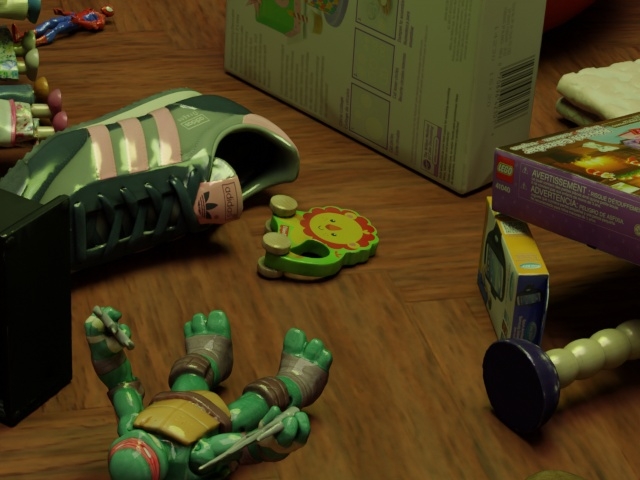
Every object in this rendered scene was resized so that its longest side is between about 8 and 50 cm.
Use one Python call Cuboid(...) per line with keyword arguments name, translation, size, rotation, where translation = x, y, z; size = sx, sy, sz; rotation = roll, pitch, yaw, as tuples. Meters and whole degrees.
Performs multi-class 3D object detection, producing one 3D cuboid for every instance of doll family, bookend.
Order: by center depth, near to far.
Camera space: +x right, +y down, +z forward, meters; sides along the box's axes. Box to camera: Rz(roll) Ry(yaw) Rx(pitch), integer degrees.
Cuboid(name="bookend", translation=(-0.260, 0.027, 1.235), size=(0.156, 0.157, 0.072), rotation=(20, 34, 24))
Cuboid(name="doll family", translation=(-0.334, -0.141, 1.582), size=(0.163, 0.118, 0.263), rotation=(-1, 49, -20))

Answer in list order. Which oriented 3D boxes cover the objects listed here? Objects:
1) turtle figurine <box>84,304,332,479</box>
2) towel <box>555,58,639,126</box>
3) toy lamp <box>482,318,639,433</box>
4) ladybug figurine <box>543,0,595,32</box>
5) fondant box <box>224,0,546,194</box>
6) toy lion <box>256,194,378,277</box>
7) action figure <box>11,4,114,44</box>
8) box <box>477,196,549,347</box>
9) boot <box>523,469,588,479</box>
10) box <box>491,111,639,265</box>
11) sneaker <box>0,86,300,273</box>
Cuboid(name="turtle figurine", translation=(-0.087, 0.112, 1.155), size=(0.175, 0.118, 0.234), rotation=(29, 21, 12))
Cuboid(name="towel", translation=(0.437, -0.099, 1.632), size=(0.331, 0.053, 0.317), rotation=(-12, 34, -26))
Cuboid(name="toy lamp", translation=(0.249, 0.067, 1.304), size=(0.274, 0.080, 0.080), rotation=(-16, 36, -32))
Cuboid(name="ladybug figurine", translation=(0.186, -0.321, 1.865), size=(0.305, 0.162, 0.449), rotation=(22, 35, 27))
Cuboid(name="fondant box", translation=(0.052, -0.219, 1.605), size=(0.096, 0.238, 0.330), rotation=(-25, 41, -39))
Cuboid(name="toy lion", translation=(0.000, 0.000, 1.439), size=(0.096, 0.034, 0.100), rotation=(12, 31, -2))
Cuboid(name="action figure", translation=(-0.262, -0.226, 1.788), size=(0.115, 0.030, 0.038), rotation=(-20, 33, -37))
Cuboid(name="box", translation=(0.150, 0.033, 1.347), size=(0.028, 0.081, 0.136), rotation=(0, 30, -6))
Cuboid(name="boot", translation=(0.221, 0.205, 1.004), size=(0.112, 0.115, 0.305), rotation=(-19, 37, -30))
Cuboid(name="box", translation=(0.308, -0.052, 1.357), size=(0.293, 0.057, 0.201), rotation=(-16, 26, -37))
Cuboid(name="sneaker", translation=(-0.140, -0.041, 1.408), size=(0.131, 0.112, 0.319), rotation=(18, 35, 28))
